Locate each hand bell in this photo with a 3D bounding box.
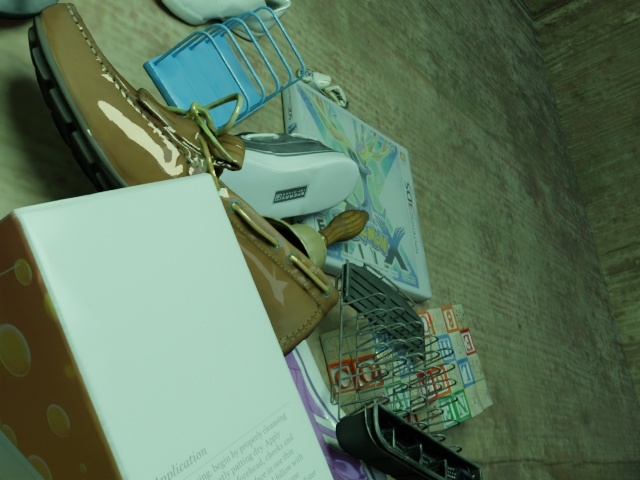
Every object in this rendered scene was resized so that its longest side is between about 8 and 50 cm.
[{"bbox_3d":[0.000,0.000,0.829,0.242,0.126,0.126,-28,95,-55],"label":"hand bell"}]

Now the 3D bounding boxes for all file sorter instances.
[{"bbox_3d":[-0.112,-0.218,0.818,0.118,0.104,0.170,58,36,-14],"label":"file sorter"}]

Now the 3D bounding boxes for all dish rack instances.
[{"bbox_3d":[0.098,0.153,0.761,0.208,0.074,0.272,40,37,-35],"label":"dish rack"}]

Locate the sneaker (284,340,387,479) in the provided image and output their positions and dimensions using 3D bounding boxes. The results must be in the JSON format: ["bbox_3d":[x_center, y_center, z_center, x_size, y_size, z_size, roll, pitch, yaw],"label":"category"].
[{"bbox_3d":[-0.043,0.229,0.684,0.282,0.102,0.161,57,38,2],"label":"sneaker"}]

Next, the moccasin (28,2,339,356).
[{"bbox_3d":[-0.121,-0.059,0.601,0.147,0.139,0.380,-41,97,-15],"label":"moccasin"}]

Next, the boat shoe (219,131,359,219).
[{"bbox_3d":[-0.087,-0.087,0.790,0.301,0.108,0.102,-13,45,-40],"label":"boat shoe"}]

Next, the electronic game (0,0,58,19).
[{"bbox_3d":[-0.344,-0.311,0.599,0.229,0.048,0.229,40,35,-36],"label":"electronic game"}]

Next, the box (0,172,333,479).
[{"bbox_3d":[-0.141,0.156,0.474,0.168,0.215,0.345,-21,89,-55],"label":"box"}]

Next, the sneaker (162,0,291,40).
[{"bbox_3d":[-0.127,-0.342,0.874,0.212,0.094,0.080,-6,78,-55],"label":"sneaker"}]

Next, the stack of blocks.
[{"bbox_3d":[0.137,0.197,0.946,0.297,0.087,0.171,2,70,-53],"label":"stack of blocks"}]

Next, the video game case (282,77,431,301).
[{"bbox_3d":[0.067,-0.071,1.043,0.329,0.036,0.300,20,56,-47],"label":"video game case"}]

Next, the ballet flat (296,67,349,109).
[{"bbox_3d":[0.009,-0.254,1.062,0.114,0.041,0.041,37,45,-37],"label":"ballet flat"}]
